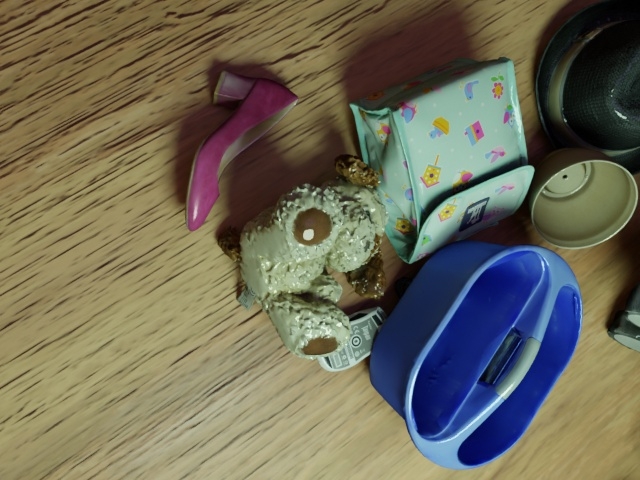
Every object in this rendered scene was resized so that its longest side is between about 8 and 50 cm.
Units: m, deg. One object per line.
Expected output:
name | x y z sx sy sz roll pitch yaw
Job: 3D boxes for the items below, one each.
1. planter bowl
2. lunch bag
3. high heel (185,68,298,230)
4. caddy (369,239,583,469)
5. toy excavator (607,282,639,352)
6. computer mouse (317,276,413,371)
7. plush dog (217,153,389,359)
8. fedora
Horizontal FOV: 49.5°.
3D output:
planter bowl | 0.405 -0.083 1.112 0.162 0.109 0.162 -1 125 -1
lunch bag | 0.189 -0.114 1.036 0.223 0.160 0.262 -25 113 -21
high heel | -0.113 -0.119 0.975 0.117 0.082 0.244 16 71 -8
caddy | 0.234 0.158 1.003 0.241 0.179 0.341 37 83 -27
toy excavator | 0.728 0.149 1.129 0.445 0.433 0.222 24 79 21
computer mouse | 0.071 0.135 1.052 0.193 0.042 0.106 -20 100 -23
plush dog | 0.000 0.000 0.981 0.225 0.210 0.262 -25 125 -31
fedora | 0.528 -0.256 1.136 0.334 0.152 0.334 -1 95 -15
